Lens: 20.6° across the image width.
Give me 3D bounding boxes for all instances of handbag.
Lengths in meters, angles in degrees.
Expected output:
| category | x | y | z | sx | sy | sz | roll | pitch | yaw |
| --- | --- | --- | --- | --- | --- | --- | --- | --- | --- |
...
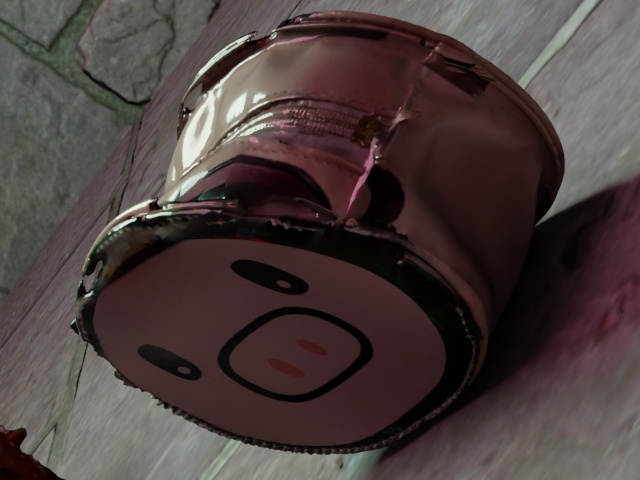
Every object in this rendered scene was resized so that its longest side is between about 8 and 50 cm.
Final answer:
| category | x | y | z | sx | sy | sz | roll | pitch | yaw |
| --- | --- | --- | --- | --- | --- | --- | --- | --- | --- |
| handbag | 0.000 | 0.001 | 0.772 | 0.205 | 0.179 | 0.116 | -39 | 28 | 53 |

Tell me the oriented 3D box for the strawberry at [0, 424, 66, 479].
| category | x | y | z | sx | sy | sz | roll | pitch | yaw |
| --- | --- | --- | --- | --- | --- | --- | --- | --- | --- |
| strawberry | -0.317 | 0.232 | 1.160 | 0.239 | 0.250 | 0.288 | 20 | 47 | 40 |
